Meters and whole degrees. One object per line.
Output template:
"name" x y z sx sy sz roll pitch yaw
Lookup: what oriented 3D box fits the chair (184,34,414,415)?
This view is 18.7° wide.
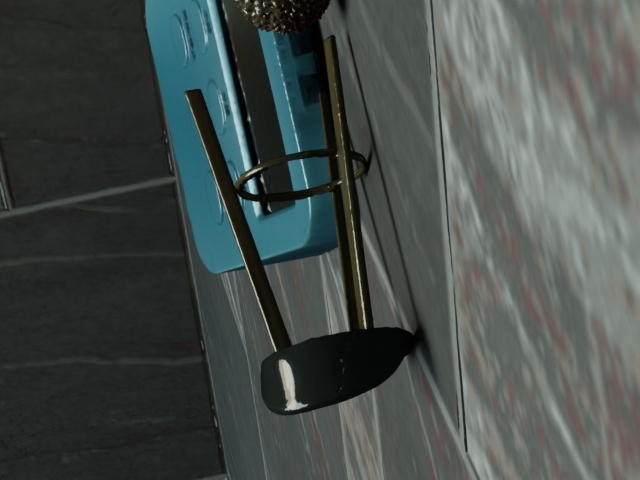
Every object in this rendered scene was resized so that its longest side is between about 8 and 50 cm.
"chair" -0.001 0.000 1.161 0.095 0.104 0.221 22 -126 -57

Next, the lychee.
"lychee" -0.021 -0.158 1.135 0.067 0.068 0.083 31 151 15

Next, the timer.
"timer" -0.050 -0.099 1.356 0.250 0.091 0.232 149 109 -79
